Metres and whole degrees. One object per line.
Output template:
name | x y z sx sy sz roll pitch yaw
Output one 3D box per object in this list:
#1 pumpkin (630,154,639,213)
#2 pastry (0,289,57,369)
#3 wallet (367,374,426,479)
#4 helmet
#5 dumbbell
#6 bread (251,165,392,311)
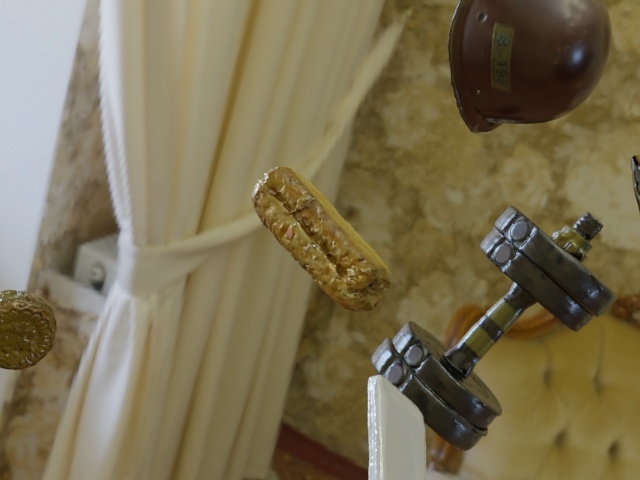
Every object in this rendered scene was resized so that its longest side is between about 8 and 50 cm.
pumpkin | 0.352 -0.030 0.993 0.254 0.149 0.130 -8 25 -12
pastry | -0.364 0.106 1.439 0.097 0.109 0.057 -19 30 -18
wallet | 0.084 0.249 1.329 0.124 0.032 0.183 46 37 -47
helmet | 0.194 -0.161 1.054 0.106 0.175 0.155 29 30 35
dumbbell | 0.222 0.113 1.569 0.185 0.388 0.185 41 7 -7
bread | 0.000 0.000 1.539 0.211 0.083 0.114 47 5 23
